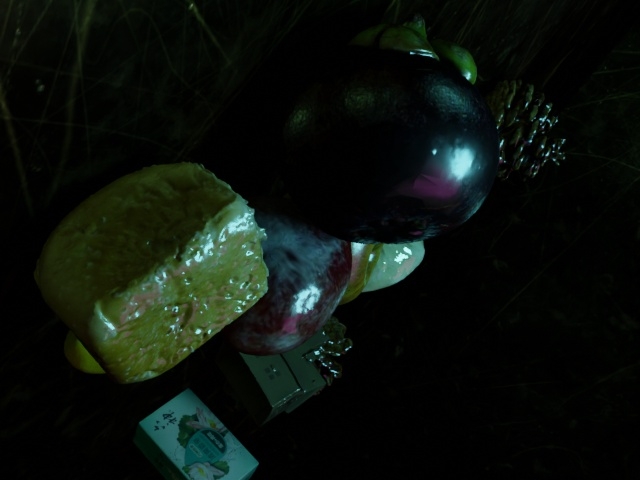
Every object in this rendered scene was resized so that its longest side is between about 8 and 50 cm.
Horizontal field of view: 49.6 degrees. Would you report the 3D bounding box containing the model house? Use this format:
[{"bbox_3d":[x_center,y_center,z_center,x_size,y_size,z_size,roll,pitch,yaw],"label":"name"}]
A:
[{"bbox_3d":[-0.092,0.280,1.602,0.243,0.211,0.204,-26,162,-34],"label":"model house"}]

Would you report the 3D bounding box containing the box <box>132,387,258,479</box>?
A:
[{"bbox_3d":[-0.279,0.470,1.541,0.153,0.245,0.092,-33,159,-44],"label":"box"}]

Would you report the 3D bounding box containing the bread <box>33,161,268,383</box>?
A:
[{"bbox_3d":[-0.183,0.023,0.782,0.246,0.176,0.195,-37,151,-22],"label":"bread"}]

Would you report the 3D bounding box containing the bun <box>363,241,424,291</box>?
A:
[{"bbox_3d":[0.115,0.006,1.561,0.231,0.231,0.133,-43,128,-14],"label":"bun"}]

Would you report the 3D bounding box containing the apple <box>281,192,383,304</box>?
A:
[{"bbox_3d":[0.000,0.000,1.224,0.237,0.208,0.237,-61,168,-22],"label":"apple"}]

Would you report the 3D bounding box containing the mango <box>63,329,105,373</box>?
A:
[{"bbox_3d":[-0.282,0.132,0.984,0.191,0.085,0.122,-14,156,-48],"label":"mango"}]

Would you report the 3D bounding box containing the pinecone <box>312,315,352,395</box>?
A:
[{"bbox_3d":[-0.039,0.296,1.814,0.202,0.229,0.201,-115,-153,-67],"label":"pinecone"}]

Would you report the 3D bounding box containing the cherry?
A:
[{"bbox_3d":[-0.072,0.044,1.016,0.300,0.230,0.203,-30,158,-31],"label":"cherry"}]

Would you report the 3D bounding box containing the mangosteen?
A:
[{"bbox_3d":[0.083,-0.140,0.927,0.300,0.300,0.300,-43,165,-15],"label":"mangosteen"}]

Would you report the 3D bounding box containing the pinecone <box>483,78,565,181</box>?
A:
[{"bbox_3d":[0.463,-0.255,1.691,0.243,0.257,0.243,-36,178,-1],"label":"pinecone"}]
